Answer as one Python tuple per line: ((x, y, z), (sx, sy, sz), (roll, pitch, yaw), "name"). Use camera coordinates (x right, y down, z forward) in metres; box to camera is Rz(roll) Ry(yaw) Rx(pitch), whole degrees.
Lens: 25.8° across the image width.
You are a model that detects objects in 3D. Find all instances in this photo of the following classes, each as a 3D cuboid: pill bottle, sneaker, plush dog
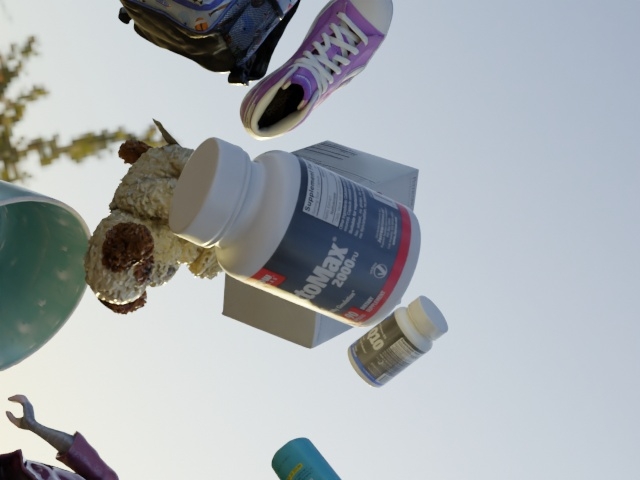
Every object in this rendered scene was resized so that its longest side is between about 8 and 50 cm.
((-0.022, -0.009, 1.096), (0.108, 0.180, 0.108), (-46, -149, 39), "pill bottle")
((0.005, -0.242, 1.943), (0.102, 0.282, 0.161), (41, 3, -10), "sneaker")
((0.112, 0.144, 2.006), (0.078, 0.137, 0.078), (43, 21, -20), "pill bottle")
((-0.239, -0.015, 1.902), (0.211, 0.225, 0.262), (30, -28, 9), "plush dog")

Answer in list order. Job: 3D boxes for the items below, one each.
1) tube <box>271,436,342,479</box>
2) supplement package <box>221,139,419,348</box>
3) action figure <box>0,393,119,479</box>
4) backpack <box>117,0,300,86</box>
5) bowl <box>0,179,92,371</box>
((0.021, 0.296, 1.475), (0.207, 0.052, 0.080), (48, -59, 38), "tube")
((0.000, 0.000, 1.751), (0.149, 0.203, 0.194), (19, -65, 31), "supplement package")
((-0.285, 0.325, 1.668), (0.370, 0.276, 0.248), (15, 81, -83), "action figure")
((-0.149, -0.401, 2.041), (0.276, 0.263, 0.213), (31, -25, 29), "backpack")
((-0.498, 0.030, 1.994), (0.163, 0.311, 0.311), (40, -36, 33), "bowl")
